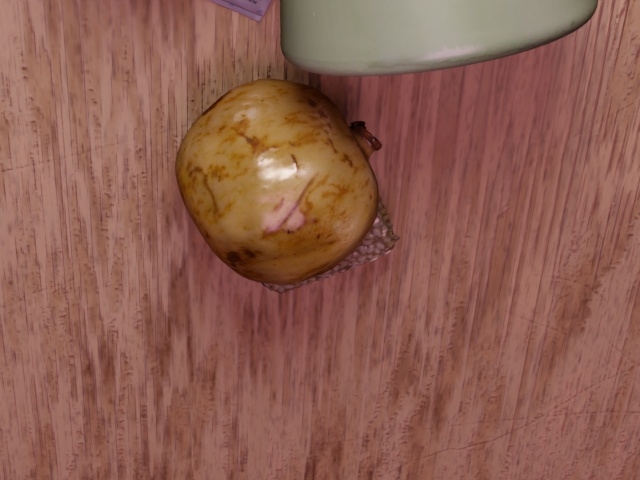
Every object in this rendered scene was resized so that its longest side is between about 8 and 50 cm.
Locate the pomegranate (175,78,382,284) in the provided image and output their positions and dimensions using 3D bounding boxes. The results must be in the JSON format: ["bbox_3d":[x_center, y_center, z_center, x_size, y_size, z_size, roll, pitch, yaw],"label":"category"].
[{"bbox_3d":[-0.038,-0.064,1.509,0.215,0.215,0.215,-5,130,-6],"label":"pomegranate"}]

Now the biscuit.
[{"bbox_3d":[0.000,0.000,1.643,0.168,0.070,0.082,-23,125,12],"label":"biscuit"}]

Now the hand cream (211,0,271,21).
[{"bbox_3d":[-0.062,-0.273,1.426,0.084,0.053,0.142,20,133,-25],"label":"hand cream"}]

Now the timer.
[{"bbox_3d":[0.086,-0.331,1.292,0.291,0.291,0.315,-10,109,-2],"label":"timer"}]
